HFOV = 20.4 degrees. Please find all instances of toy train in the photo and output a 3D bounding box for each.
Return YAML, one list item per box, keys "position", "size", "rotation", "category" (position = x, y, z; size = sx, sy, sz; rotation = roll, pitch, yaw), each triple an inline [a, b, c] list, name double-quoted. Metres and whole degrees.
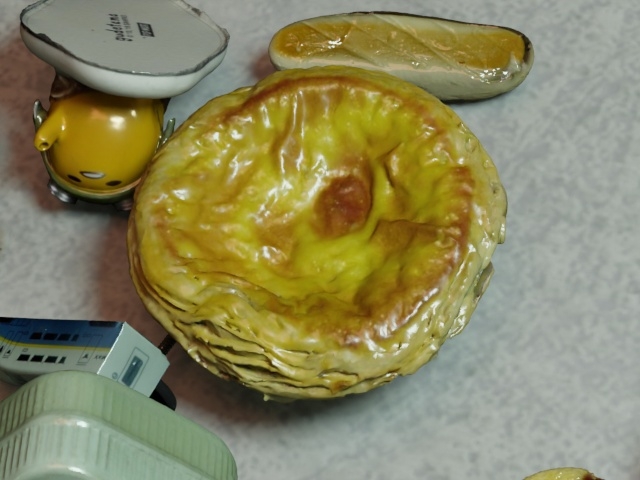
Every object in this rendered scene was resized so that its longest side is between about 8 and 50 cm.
- position: [-0.203, 0.086, 1.283]
  size: [0.234, 0.052, 0.051]
  rotation: [-1, 52, 48]
  category: "toy train"

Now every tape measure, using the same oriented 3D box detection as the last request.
- position: [-0.170, 0.189, 1.195]
  size: [0.235, 0.207, 0.115]
  rotation: [-34, 40, 34]
  category: "tape measure"

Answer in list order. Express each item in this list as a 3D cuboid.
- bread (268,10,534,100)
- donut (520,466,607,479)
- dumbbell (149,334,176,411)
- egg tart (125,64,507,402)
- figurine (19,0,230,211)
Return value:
- position: [0.066, -0.147, 1.440]
  size: [0.214, 0.053, 0.073]
  rotation: [4, 63, 8]
  category: "bread"
- position: [0.171, 0.213, 1.192]
  size: [0.140, 0.059, 0.140]
  rotation: [-6, 58, 10]
  category: "donut"
- position: [-0.149, 0.125, 1.293]
  size: [0.069, 0.069, 0.147]
  rotation: [26, 65, 23]
  category: "dumbbell"
- position: [0.000, 0.000, 1.322]
  size: [0.294, 0.116, 0.295]
  rotation: [-6, 57, 9]
  category: "egg tart"
- position: [-0.164, -0.114, 1.448]
  size: [0.166, 0.141, 0.250]
  rotation: [6, 23, -3]
  category: "figurine"
